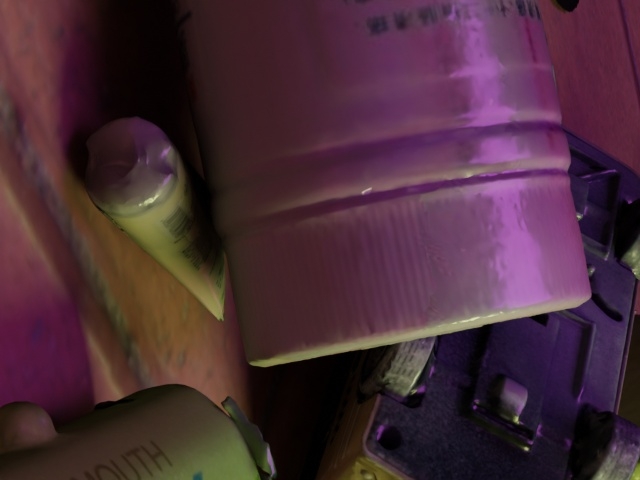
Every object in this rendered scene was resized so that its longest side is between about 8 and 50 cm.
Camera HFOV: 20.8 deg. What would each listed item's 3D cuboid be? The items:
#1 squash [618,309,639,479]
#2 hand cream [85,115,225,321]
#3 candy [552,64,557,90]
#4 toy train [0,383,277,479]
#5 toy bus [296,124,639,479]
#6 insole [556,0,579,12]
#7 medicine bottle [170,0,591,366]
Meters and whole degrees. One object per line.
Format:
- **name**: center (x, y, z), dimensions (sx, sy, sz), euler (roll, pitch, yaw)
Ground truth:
- **squash**: center (0.130, 0.142, 1.056), dimensions (0.155, 0.204, 0.237), euler (62, -2, -30)
- **hand cream**: center (-0.063, -0.013, 0.737), dimensions (0.143, 0.039, 0.061), euler (56, 27, -68)
- **candy**: center (0.199, -0.051, 1.427), dimensions (0.060, 0.060, 0.201), euler (36, 47, -64)
- **toy train**: center (-0.081, 0.130, 0.594), dimensions (0.253, 0.105, 0.157), euler (-17, 90, -69)
- **toy bus**: center (0.081, 0.061, 0.919), dimensions (0.157, 0.139, 0.289), euler (-53, -167, 43)
- **insole**: center (0.181, -0.262, 1.445), dimensions (0.322, 0.007, 0.109), euler (16, 71, -68)
- **medicine bottle**: center (0.017, -0.084, 0.728), dimensions (0.152, 0.152, 0.254), euler (0, 79, -69)
